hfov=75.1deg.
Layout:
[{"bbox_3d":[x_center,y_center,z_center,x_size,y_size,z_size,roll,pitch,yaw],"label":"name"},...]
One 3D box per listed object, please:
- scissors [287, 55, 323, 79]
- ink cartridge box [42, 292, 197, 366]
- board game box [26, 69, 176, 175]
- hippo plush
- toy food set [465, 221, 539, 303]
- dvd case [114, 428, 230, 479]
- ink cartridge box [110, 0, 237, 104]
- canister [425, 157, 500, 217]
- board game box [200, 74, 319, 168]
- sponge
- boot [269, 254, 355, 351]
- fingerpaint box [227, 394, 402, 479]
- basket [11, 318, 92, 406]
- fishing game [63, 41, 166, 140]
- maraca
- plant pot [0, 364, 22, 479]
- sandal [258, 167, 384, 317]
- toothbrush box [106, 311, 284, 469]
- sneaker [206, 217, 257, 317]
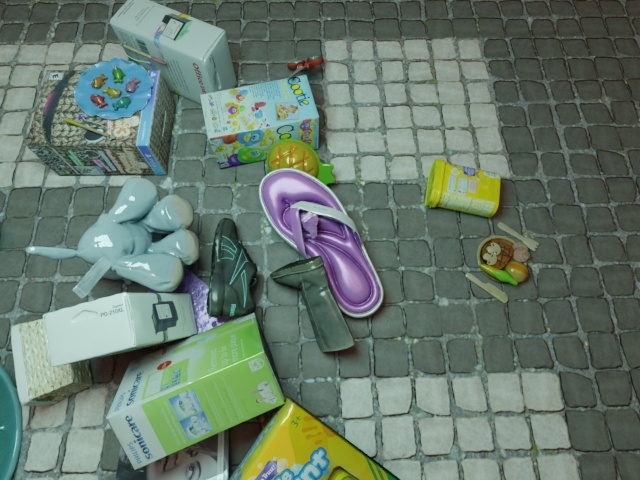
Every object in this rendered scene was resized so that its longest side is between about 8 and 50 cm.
[{"bbox_3d":[-0.040,-0.473,1.129,0.109,0.021,0.297,-10,28,2],"label":"scissors"},{"bbox_3d":[-0.384,0.170,0.830,0.171,0.237,0.100,-15,80,7],"label":"ink cartridge box"},{"bbox_3d":[-0.552,-0.304,1.082,0.290,0.141,0.232,-1,69,-1],"label":"board game box"},{"bbox_3d":[-0.413,0.034,0.919,0.234,0.236,0.294,45,57,-9],"label":"hippo plush"},{"bbox_3d":[0.454,0.044,1.024,0.132,0.038,0.192,34,72,11],"label":"toy food set"},{"bbox_3d":[-0.296,0.422,0.847,0.221,0.018,0.165,-6,49,-4],"label":"dvd case"},{"bbox_3d":[-0.384,-0.501,1.128,0.278,0.201,0.117,25,71,8],"label":"ink cartridge box"},{"bbox_3d":[0.367,-0.133,1.073,0.169,0.073,0.126,12,69,2],"label":"canister"},{"bbox_3d":[-0.153,-0.308,1.092,0.275,0.142,0.144,-13,69,-6],"label":"board game box"},{"bbox_3d":[-0.296,0.155,0.971,0.210,0.031,0.117,37,73,12],"label":"sponge"},{"bbox_3d":[-0.021,0.148,0.948,0.076,0.189,0.209,-29,100,-36],"label":"boot"},{"bbox_3d":[-0.038,0.571,0.712,0.371,0.163,0.445,37,72,0],"label":"fingerpaint box"},{"bbox_3d":[-0.567,0.252,0.887,0.103,0.113,0.167,-17,70,-12],"label":"basket"},{"bbox_3d":[-0.508,-0.378,1.015,0.189,0.041,0.264,25,70,6],"label":"fishing game"},{"bbox_3d":[-0.051,-0.183,1.070,0.185,0.099,0.127,31,110,-5],"label":"maraca"},{"bbox_3d":[-0.813,0.387,0.730,0.334,0.341,0.341,-14,70,1],"label":"plant pot"},{"bbox_3d":[0.012,-0.010,0.966,0.169,0.102,0.416,-38,84,-3],"label":"sandal"},{"bbox_3d":[-0.233,0.277,0.819,0.283,0.206,0.122,-22,105,-8],"label":"toothbrush box"},{"bbox_3d":[-0.203,0.062,0.968,0.106,0.101,0.267,5,52,-16],"label":"sneaker"}]
